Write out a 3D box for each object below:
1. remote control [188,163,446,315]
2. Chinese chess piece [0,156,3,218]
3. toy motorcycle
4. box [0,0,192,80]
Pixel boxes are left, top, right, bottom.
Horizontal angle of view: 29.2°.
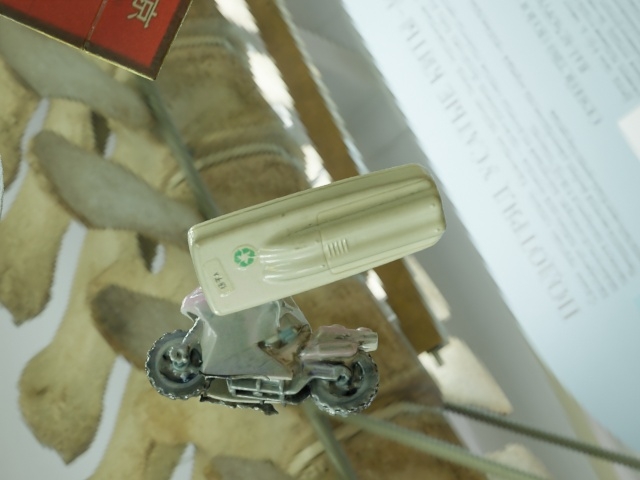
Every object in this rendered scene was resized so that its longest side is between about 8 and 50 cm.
[{"bbox_3d":[0.000,0.000,1.107,0.049,0.230,0.090,-114,8,-58],"label":"remote control"},{"bbox_3d":[-0.364,-0.041,0.877,0.273,0.102,0.273,9,-116,-19],"label":"Chinese chess piece"},{"bbox_3d":[-0.052,0.082,1.308,0.239,0.108,0.204,13,-120,-8],"label":"toy motorcycle"},{"bbox_3d":[-0.221,-0.254,1.049,0.240,0.153,0.074,21,-171,-29],"label":"box"}]
